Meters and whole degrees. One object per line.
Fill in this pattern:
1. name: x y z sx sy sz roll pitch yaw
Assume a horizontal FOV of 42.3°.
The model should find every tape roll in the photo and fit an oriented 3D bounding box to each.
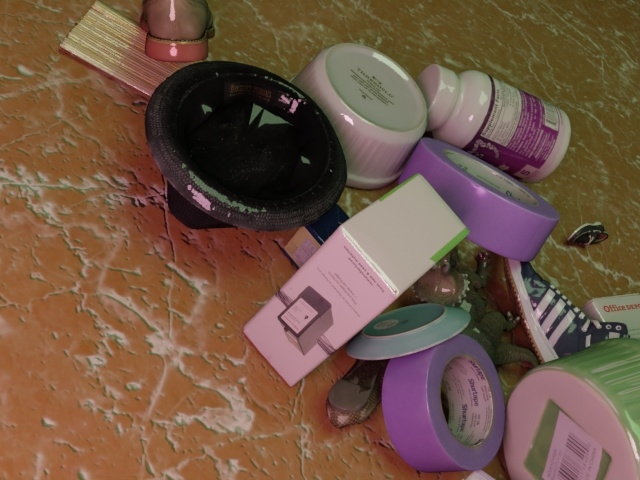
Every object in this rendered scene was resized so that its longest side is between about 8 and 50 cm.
1. tape roll: 0.176 0.230 1.170 0.189 0.080 0.189 20 62 -43
2. tape roll: 0.274 -0.074 1.441 0.275 0.090 0.275 25 18 -9

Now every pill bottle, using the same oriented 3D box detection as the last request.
1. pill bottle: 0.326 -0.234 1.631 0.301 0.169 0.169 19 47 -20

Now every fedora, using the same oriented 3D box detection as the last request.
1. fedora: -0.125 -0.112 1.234 0.334 0.152 0.334 18 48 -21

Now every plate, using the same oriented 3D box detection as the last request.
1. plate: 0.123 0.124 1.199 0.188 0.188 0.024 -28 105 -44

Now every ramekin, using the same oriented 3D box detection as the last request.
1. ramekin: 0.068 -0.233 1.483 0.273 0.127 0.273 18 48 -21
2. ramekin: 0.397 0.297 1.167 0.148 0.303 0.303 -5 59 -29

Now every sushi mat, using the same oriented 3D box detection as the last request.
1. sushi mat: -0.261 -0.284 1.377 0.316 0.019 0.151 28 46 -13

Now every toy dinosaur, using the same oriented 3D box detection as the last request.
1. toy dinosaur: 0.241 0.122 1.342 0.160 0.121 0.313 -42 110 -46

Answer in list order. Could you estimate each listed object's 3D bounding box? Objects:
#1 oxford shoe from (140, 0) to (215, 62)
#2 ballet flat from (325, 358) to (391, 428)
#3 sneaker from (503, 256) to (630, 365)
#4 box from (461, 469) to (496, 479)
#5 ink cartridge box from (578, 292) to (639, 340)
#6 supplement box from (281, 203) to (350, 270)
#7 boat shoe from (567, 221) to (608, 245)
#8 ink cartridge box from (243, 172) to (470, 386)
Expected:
1. oxford shoe: -0.226 -0.386 1.327 0.123 0.130 0.348 -2 26 -14
2. ballet flat: 0.083 0.198 1.205 0.084 0.058 0.250 17 31 25
3. sneaker: 0.420 0.129 1.402 0.153 0.099 0.282 -20 67 6
4. box: 0.313 0.422 1.073 0.324 0.067 0.063 32 41 29
5. ink cartridge box: 0.554 0.214 1.480 0.160 0.092 0.219 -1 57 -35
6. supplement box: 0.000 0.000 1.279 0.056 0.083 0.083 50 44 10
7. boat shoe: 0.549 -0.009 1.693 0.125 0.046 0.038 -9 57 -48
8. ink cartridge box: 0.044 0.056 1.129 0.115 0.273 0.198 49 44 6
